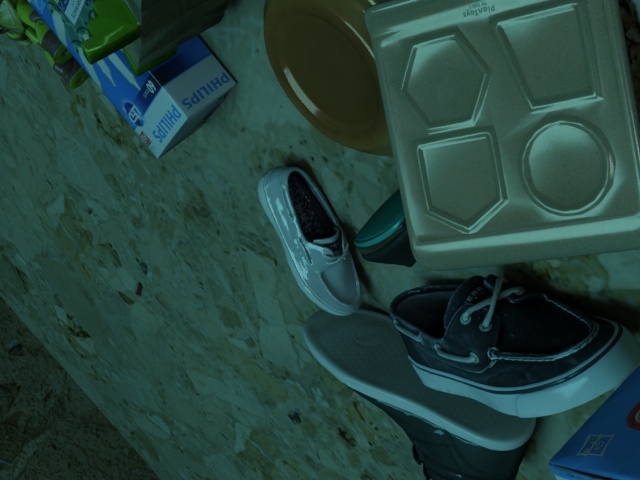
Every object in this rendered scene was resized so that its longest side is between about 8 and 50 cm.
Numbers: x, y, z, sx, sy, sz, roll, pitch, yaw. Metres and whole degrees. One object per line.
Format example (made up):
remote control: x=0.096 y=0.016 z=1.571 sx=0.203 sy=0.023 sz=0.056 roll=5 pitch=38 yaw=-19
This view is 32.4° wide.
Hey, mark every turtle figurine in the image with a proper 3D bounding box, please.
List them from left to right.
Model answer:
turtle figurine: x=-0.369 y=-0.294 z=1.346 sx=0.217 sy=0.087 sz=0.269 roll=43 pitch=153 yaw=15

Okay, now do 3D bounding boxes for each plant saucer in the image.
plant saucer: x=0.016 y=-0.155 z=0.981 sx=0.200 sy=0.037 sz=0.200 roll=38 pitch=151 yaw=25

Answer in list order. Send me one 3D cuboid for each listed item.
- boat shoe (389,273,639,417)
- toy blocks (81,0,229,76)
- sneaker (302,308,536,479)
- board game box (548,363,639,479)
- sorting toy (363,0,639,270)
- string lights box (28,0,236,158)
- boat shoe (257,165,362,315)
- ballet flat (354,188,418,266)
boat shoe: x=0.159 y=0.081 z=0.998 sx=0.102 sy=0.108 sz=0.301 roll=56 pitch=160 yaw=-14
toy blocks: x=-0.178 y=-0.305 z=0.924 sx=0.260 sy=0.191 sz=0.381 roll=59 pitch=171 yaw=-4
sneaker: x=0.099 y=0.186 z=1.215 sx=0.296 sy=0.104 sz=0.146 roll=27 pitch=140 yaw=31
board game box: x=0.312 y=0.144 z=0.603 sx=0.301 sy=0.308 sz=0.086 roll=59 pitch=154 yaw=-15
sorting toy: x=0.134 y=-0.086 z=0.786 sx=0.193 sy=0.038 sz=0.208 roll=-8 pitch=100 yaw=38
string lights box: x=-0.217 y=-0.229 z=1.204 sx=0.259 sy=0.077 sz=0.133 roll=51 pitch=152 yaw=-2
boat shoe: x=0.000 y=0.000 z=1.189 sx=0.063 sy=0.066 sz=0.184 roll=-6 pitch=110 yaw=61
ballet flat: x=0.112 y=-0.027 z=0.942 sx=0.096 sy=0.095 sz=0.280 roll=37 pitch=153 yaw=-1
